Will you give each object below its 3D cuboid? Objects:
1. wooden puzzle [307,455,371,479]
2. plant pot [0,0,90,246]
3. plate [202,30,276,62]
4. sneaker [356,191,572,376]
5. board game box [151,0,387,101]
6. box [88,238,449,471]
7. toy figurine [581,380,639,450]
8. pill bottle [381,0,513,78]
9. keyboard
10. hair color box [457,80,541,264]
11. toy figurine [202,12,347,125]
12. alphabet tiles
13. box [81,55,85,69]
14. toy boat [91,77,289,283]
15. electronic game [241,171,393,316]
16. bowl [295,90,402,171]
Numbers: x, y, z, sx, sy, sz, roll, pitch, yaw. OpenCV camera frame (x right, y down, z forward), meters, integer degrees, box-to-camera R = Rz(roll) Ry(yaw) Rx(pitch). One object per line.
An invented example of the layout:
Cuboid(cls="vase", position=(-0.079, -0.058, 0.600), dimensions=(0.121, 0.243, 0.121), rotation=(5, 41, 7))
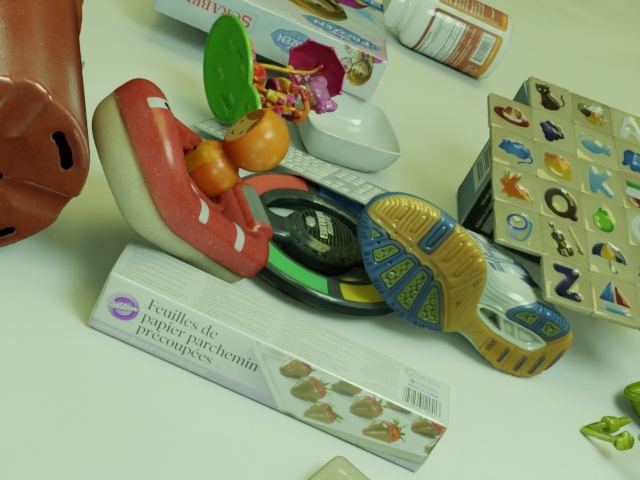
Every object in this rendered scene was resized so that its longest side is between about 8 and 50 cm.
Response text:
Cuboid(cls="wooden puzzle", position=(0.043, 0.271, 0.767), dimensions=(0.221, 0.044, 0.239), rotation=(38, 31, 17))
Cuboid(cls="plant pot", position=(-0.319, -0.149, 0.917), dimensions=(0.272, 0.272, 0.265), rotation=(7, 44, -33))
Cuboid(cls="plate", position=(-0.112, -0.325, 1.573), dimensions=(0.188, 0.024, 0.188), rotation=(21, 30, -13))
Cuboid(cls="sneaker", position=(0.140, 0.034, 1.128), dimensions=(0.296, 0.112, 0.131), rotation=(39, 18, -29))
Cuboid(cls="board game box", position=(-0.060, -0.339, 1.527), dimensions=(0.319, 0.066, 0.318), rotation=(21, 25, -9))
Cuboid(cls="box", position=(-0.040, 0.103, 0.936), dimensions=(0.324, 0.063, 0.067), rotation=(25, 29, -7))
Cuboid(cls="toy figurine", position=(0.468, 0.266, 1.057), dimensions=(0.191, 0.217, 0.363), rotation=(-28, 16, -40))
Cuboid(cls="pill bottle", position=(0.212, -0.374, 1.822), dimensions=(0.216, 0.121, 0.121), rotation=(23, 30, -11))
Cuboid(cls="keyboard", position=(-0.027, -0.092, 1.244), dimensions=(0.256, 0.014, 0.072), rotation=(25, 17, 16))
Cuboid(cls="hair color box", position=(0.389, -0.038, 1.388), dimensions=(0.375, 0.185, 0.113), rotation=(24, 31, -9))
Cuboid(cls="toy figurine", position=(-0.038, -0.190, 1.275), dimensions=(0.159, 0.130, 0.173), rotation=(-3, 52, -30))
Cuboid(cls="alphabet tiles", position=(0.322, -0.045, 1.215), dimensions=(0.285, 0.011, 0.342), rotation=(17, 49, -14))
Cuboid(cls="box", position=(-0.369, -0.257, 1.237), dimensions=(0.145, 0.038, 0.186), rotation=(6, 38, -34))
Cuboid(cls="toy boat", position=(-0.097, -0.069, 0.961), dimensions=(0.231, 0.151, 0.151), rotation=(39, 22, -55))
Cuboid(cls="electronic game", position=(0.000, 0.000, 1.143), dimensions=(0.229, 0.048, 0.229), rotation=(21, 31, -13))
Cuboid(cls="bowl", position=(0.028, -0.144, 1.382), dimensions=(0.142, 0.053, 0.142), rotation=(14, 33, -22))
